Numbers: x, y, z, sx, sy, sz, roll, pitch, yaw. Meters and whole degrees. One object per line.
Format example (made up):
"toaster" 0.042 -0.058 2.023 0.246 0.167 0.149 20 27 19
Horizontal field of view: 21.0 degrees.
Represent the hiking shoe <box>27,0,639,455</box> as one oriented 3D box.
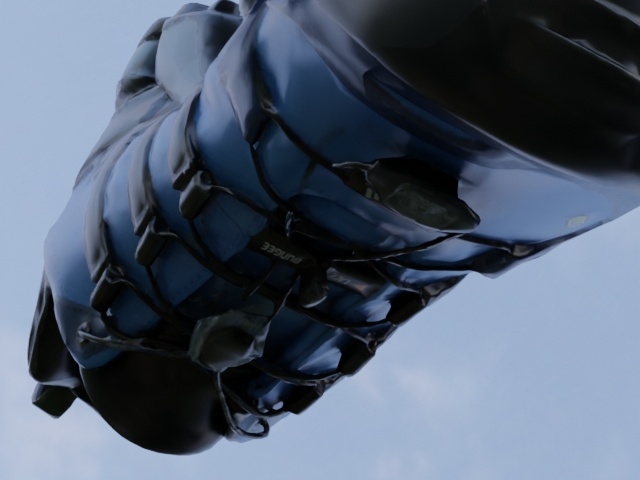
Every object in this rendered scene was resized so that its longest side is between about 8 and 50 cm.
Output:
"hiking shoe" 0.000 0.000 0.442 0.113 0.304 0.132 28 -102 -13
